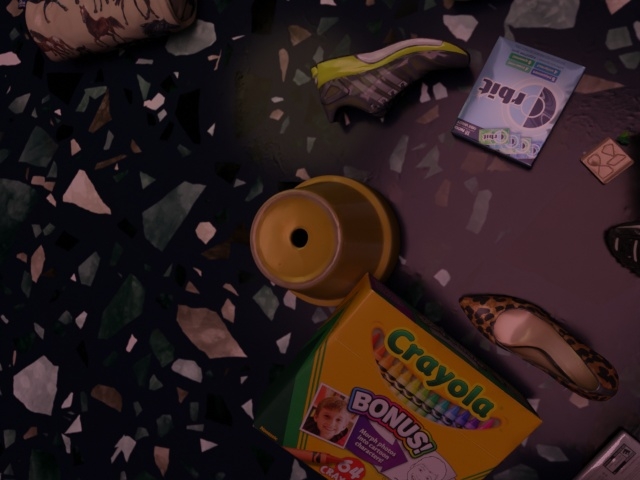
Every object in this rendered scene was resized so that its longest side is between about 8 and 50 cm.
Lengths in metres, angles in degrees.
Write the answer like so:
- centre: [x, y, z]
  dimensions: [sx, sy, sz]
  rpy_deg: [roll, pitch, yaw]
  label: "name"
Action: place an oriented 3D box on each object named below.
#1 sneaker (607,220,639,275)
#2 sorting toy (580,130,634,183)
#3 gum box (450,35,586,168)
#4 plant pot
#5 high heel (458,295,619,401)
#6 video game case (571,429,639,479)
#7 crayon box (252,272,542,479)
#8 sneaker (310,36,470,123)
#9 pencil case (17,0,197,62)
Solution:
- centre: [0.599, 0.007, 0.788]
  dimensions: [0.272, 0.108, 0.100]
  rpy_deg: [6, 129, 33]
  label: "sneaker"
- centre: [0.496, -0.144, 0.863]
  dimensions: [0.083, 0.012, 0.062]
  rpy_deg: [-42, 71, 18]
  label: "sorting toy"
- centre: [0.345, -0.244, 0.905]
  dimensions: [0.157, 0.041, 0.184]
  rpy_deg: [30, 100, 18]
  label: "gum box"
- centre: [0.000, 0.000, 0.926]
  dimensions: [0.254, 0.239, 0.253]
  rpy_deg: [0, 89, 19]
  label: "plant pot"
- centre: [0.340, 0.159, 0.823]
  dimensions: [0.261, 0.186, 0.093]
  rpy_deg: [28, 99, 19]
  label: "high heel"
- centre: [0.512, 0.450, 0.843]
  dimensions: [0.183, 0.023, 0.201]
  rpy_deg: [40, 101, 17]
  label: "video game case"
- centre: [0.125, 0.289, 0.879]
  dimensions: [0.363, 0.106, 0.313]
  rpy_deg: [37, 104, -7]
  label: "crayon box"
- centre: [0.132, -0.298, 0.964]
  dimensions: [0.300, 0.111, 0.121]
  rpy_deg: [-6, 97, 26]
  label: "sneaker"
- centre: [-0.470, -0.533, 1.151]
  dimensions: [0.411, 0.160, 0.183]
  rpy_deg: [-4, 102, 21]
  label: "pencil case"
